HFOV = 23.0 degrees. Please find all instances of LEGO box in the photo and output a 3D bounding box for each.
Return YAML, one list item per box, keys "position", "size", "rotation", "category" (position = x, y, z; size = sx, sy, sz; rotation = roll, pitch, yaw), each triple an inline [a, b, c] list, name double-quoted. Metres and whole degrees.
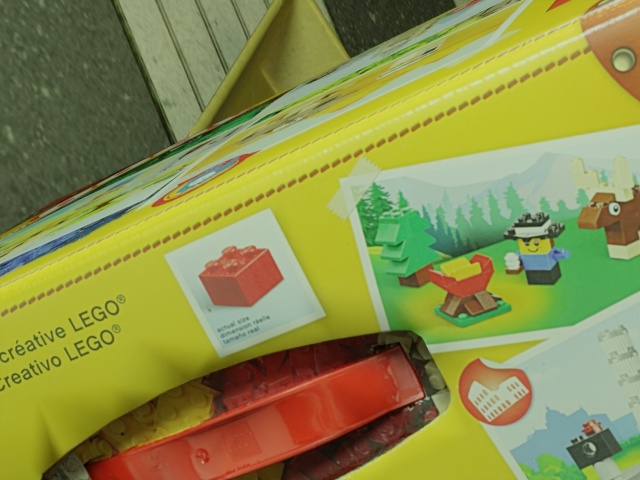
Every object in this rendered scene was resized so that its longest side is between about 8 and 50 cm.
- position: [0.023, 0.022, 0.761]
  size: [0.193, 0.500, 0.372]
  rotation: [63, 24, -9]
  category: "LEGO box"

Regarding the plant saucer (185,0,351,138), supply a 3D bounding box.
- position: [0.000, 0.000, 1.235]
  size: [0.333, 0.081, 0.332]
  rotation: [57, 26, -19]
  category: "plant saucer"
